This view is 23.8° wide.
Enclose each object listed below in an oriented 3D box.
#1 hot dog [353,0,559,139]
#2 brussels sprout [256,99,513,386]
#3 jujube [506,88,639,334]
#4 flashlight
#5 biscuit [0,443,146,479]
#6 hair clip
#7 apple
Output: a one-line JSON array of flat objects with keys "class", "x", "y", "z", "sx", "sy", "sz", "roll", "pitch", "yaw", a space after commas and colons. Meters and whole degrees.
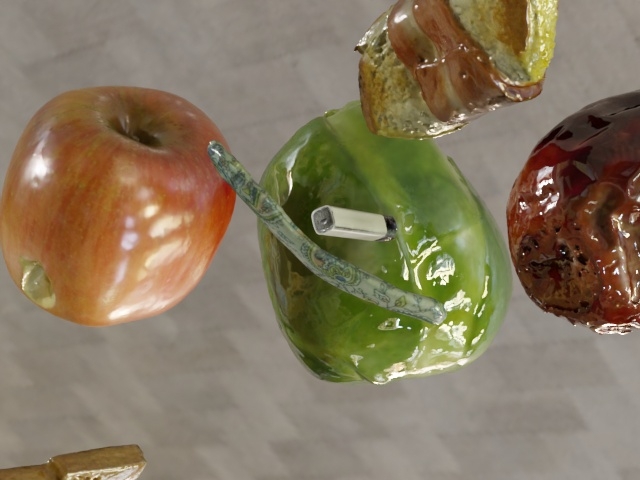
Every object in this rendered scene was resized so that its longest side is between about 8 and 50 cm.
[{"class": "hot dog", "x": 0.120, "y": -0.158, "z": 1.193, "sx": 0.261, "sy": 0.093, "sz": 0.123, "roll": -20, "pitch": 94, "yaw": 58}, {"class": "brussels sprout", "x": 0.066, "y": 0.022, "z": 1.753, "sx": 0.315, "sy": 0.276, "sz": 0.371, "roll": 60, "pitch": -179, "yaw": 16}, {"class": "jujube", "x": 0.259, "y": -0.029, "z": 1.218, "sx": 0.183, "sy": 0.243, "sz": 0.183, "roll": 39, "pitch": 145, "yaw": 35}, {"class": "flashlight", "x": 0.025, "y": -0.011, "z": 1.070, "sx": 0.018, "sy": 0.018, "sz": 0.083, "roll": -21, "pitch": 165, "yaw": 31}, {"class": "biscuit", "x": -0.100, "y": 0.093, "z": 0.508, "sx": 0.082, "sy": 0.092, "sz": 0.016, "roll": 83, "pitch": 165, "yaw": -64}, {"class": "hair clip", "x": -0.002, "y": 0.002, "z": 1.181, "sx": 0.229, "sy": 0.036, "sz": 0.066, "roll": 36, "pitch": 166, "yaw": 3}, {"class": "apple", "x": -0.207, "y": -0.025, "z": 1.537, "sx": 0.242, "sy": 0.242, "sz": 0.241, "roll": 23, "pitch": 124, "yaw": 10}]
